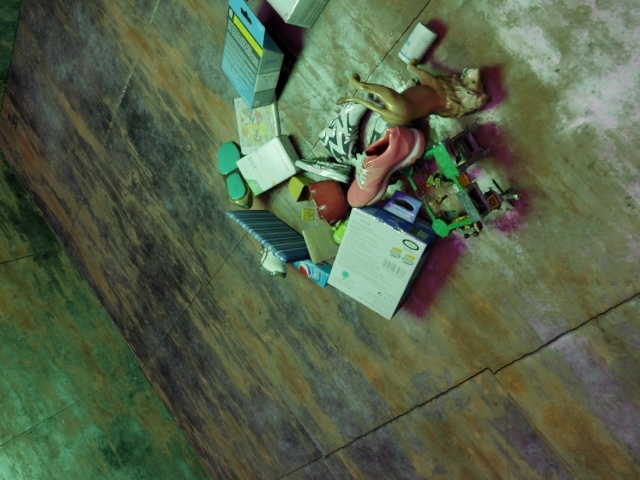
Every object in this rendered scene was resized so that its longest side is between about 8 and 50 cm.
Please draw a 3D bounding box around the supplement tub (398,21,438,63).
[{"bbox_3d":[0.289,-0.581,1.295,0.071,0.071,0.107,46,125,15],"label":"supplement tub"}]

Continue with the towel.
[{"bbox_3d":[-0.179,-0.019,1.692,0.336,0.243,0.040,37,112,25],"label":"towel"}]

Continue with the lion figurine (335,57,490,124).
[{"bbox_3d":[0.262,-0.393,1.222,0.240,0.392,0.142,53,160,30],"label":"lion figurine"}]

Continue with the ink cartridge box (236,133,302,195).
[{"bbox_3d":[-0.193,-0.291,1.687,0.212,0.093,0.154,-25,98,29],"label":"ink cartridge box"}]

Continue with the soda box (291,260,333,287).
[{"bbox_3d":[-0.039,0.097,1.744,0.210,0.071,0.067,34,121,22],"label":"soda box"}]

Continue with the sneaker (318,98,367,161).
[{"bbox_3d":[0.107,-0.356,1.483,0.235,0.094,0.153,-35,85,38],"label":"sneaker"}]

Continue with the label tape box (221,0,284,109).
[{"bbox_3d":[-0.237,-0.675,1.533,0.241,0.106,0.334,56,149,18],"label":"label tape box"}]

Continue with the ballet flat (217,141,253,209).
[{"bbox_3d":[-0.343,-0.258,1.801,0.116,0.124,0.342,-27,56,2],"label":"ballet flat"}]

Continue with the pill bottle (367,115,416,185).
[{"bbox_3d":[0.223,-0.311,1.391,0.130,0.130,0.246,30,120,25],"label":"pill bottle"}]

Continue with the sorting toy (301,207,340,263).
[{"bbox_3d":[0.000,0.000,1.657,0.046,0.132,0.275,-18,91,64],"label":"sorting toy"}]

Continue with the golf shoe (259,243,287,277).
[{"bbox_3d":[-0.184,0.047,1.743,0.120,0.105,0.273,-63,27,21],"label":"golf shoe"}]

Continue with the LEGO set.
[{"bbox_3d":[0.411,-0.188,1.300,0.331,0.192,0.255,55,152,2],"label":"LEGO set"}]

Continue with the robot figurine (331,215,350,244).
[{"bbox_3d":[0.091,-0.032,1.613,0.101,0.067,0.115,24,122,-8],"label":"robot figurine"}]

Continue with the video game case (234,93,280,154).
[{"bbox_3d":[-0.251,-0.464,1.745,0.206,0.026,0.227,4,106,34],"label":"video game case"}]

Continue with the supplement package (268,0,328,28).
[{"bbox_3d":[-0.095,-0.877,1.427,0.262,0.145,0.204,52,127,10],"label":"supplement package"}]

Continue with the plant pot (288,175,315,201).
[{"bbox_3d":[-0.076,-0.206,1.673,0.083,0.081,0.081,46,126,27],"label":"plant pot"}]

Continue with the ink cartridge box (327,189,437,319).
[{"bbox_3d":[0.215,0.032,1.462,0.270,0.151,0.395,30,127,18],"label":"ink cartridge box"}]

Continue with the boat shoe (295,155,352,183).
[{"bbox_3d":[0.013,-0.270,1.590,0.219,0.078,0.070,19,96,18],"label":"boat shoe"}]

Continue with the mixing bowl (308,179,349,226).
[{"bbox_3d":[0.044,-0.149,1.564,0.098,0.181,0.181,-27,88,12],"label":"mixing bowl"}]

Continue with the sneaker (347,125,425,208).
[{"bbox_3d":[0.155,-0.221,1.278,0.314,0.136,0.116,-48,47,36],"label":"sneaker"}]
